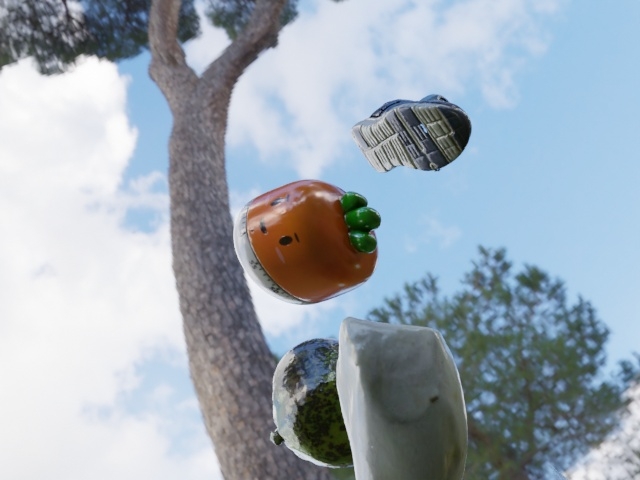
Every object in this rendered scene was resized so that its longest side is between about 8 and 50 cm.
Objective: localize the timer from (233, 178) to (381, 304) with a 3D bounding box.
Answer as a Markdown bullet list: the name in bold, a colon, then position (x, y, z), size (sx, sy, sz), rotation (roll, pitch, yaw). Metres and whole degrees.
- **timer**: position (0.000, 0.000, 0.816), size (0.136, 0.099, 0.136), rotation (1, -18, 0)

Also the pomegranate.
- **pomegranate**: position (0.047, 0.261, 1.581), size (0.276, 0.222, 0.204), rotation (-20, -23, -36)

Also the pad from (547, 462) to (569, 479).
- **pad**: position (0.326, 0.306, 0.993), size (0.004, 0.190, 0.127), rotation (-53, -7, 0)

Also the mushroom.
- **mushroom**: position (0.061, 0.200, 0.785), size (0.103, 0.118, 0.270), rotation (-5, -80, -73)

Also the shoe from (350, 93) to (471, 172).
- **shoe**: position (0.122, -0.144, 1.157), size (0.106, 0.207, 0.091), rotation (-40, -73, -18)
